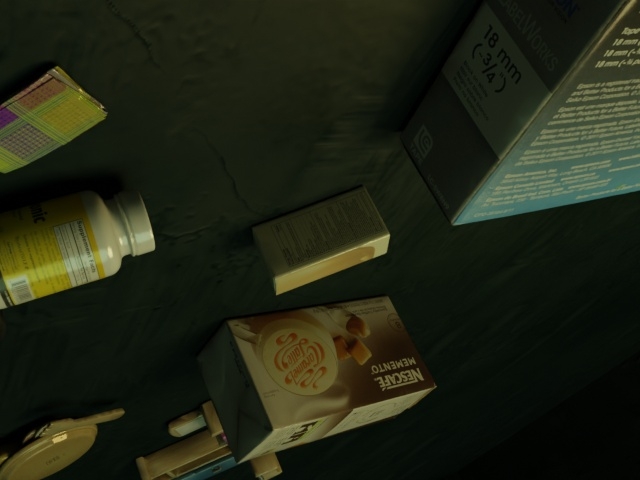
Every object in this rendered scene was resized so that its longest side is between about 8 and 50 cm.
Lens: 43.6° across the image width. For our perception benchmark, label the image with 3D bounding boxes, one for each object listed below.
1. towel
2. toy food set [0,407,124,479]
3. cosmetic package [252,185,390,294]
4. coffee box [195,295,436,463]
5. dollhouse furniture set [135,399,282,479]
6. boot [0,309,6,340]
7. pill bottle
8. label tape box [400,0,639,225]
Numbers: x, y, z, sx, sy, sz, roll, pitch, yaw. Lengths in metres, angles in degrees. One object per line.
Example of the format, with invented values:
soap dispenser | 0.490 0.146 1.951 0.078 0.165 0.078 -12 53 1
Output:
towel | -0.178 -0.071 0.490 0.083 0.009 0.060 -29 156 9
toy food set | -0.330 0.246 0.954 0.192 0.038 0.132 -44 157 24
cosmetic package | 0.000 0.000 0.743 0.115 0.060 0.041 -20 155 -10
coffee box | -0.003 0.159 0.958 0.247 0.141 0.098 -4 148 -38
dollhouse furniture set | -0.124 0.419 1.162 0.198 0.303 0.286 -24 155 -7
boot | -0.359 0.182 0.510 0.348 0.260 0.131 -16 160 -19
pill bottle | -0.180 0.002 0.566 0.116 0.065 0.065 -17 154 -18
label tape box | 0.242 -0.159 0.601 0.241 0.105 0.333 -11 151 -29
